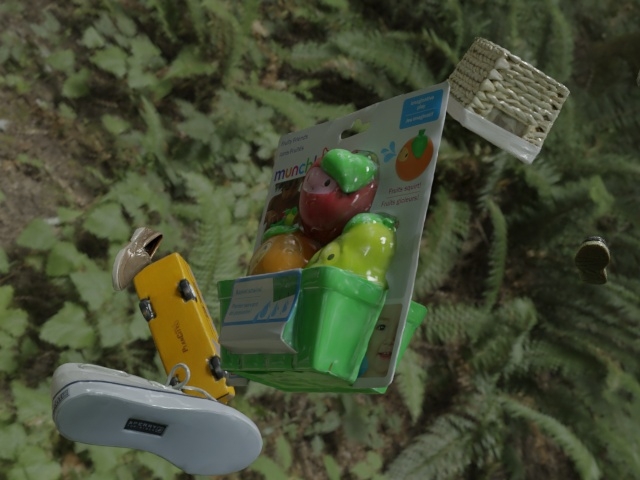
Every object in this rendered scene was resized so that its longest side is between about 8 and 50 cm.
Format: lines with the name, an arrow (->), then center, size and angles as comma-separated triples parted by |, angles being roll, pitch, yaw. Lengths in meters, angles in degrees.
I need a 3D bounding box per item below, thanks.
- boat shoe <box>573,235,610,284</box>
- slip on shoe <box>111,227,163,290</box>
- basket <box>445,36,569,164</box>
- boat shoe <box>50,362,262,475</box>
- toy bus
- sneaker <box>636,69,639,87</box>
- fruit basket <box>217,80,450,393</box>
boat shoe -> 0.429, 0.023, 1.492 | 0.152, 0.056, 0.049 | 62, 33, -62
slip on shoe -> -0.294, 0.029, 1.519 | 0.135, 0.041, 0.051 | -67, 158, -50
basket -> 0.228, -0.181, 1.190 | 0.113, 0.103, 0.167 | 28, 16, -12
boat shoe -> -0.267, 0.271, 1.527 | 0.367, 0.136, 0.156 | 19, 20, -31
toy bus -> -0.264, 0.188, 1.852 | 0.332, 0.108, 0.130 | 63, 0, 28
sneaker -> 0.426, -0.223, 0.923 | 0.137, 0.210, 0.366 | 33, 50, -13
fruit basket -> 0.000, 0.000, 1.114 | 0.165, 0.327, 0.353 | 18, 74, -36
